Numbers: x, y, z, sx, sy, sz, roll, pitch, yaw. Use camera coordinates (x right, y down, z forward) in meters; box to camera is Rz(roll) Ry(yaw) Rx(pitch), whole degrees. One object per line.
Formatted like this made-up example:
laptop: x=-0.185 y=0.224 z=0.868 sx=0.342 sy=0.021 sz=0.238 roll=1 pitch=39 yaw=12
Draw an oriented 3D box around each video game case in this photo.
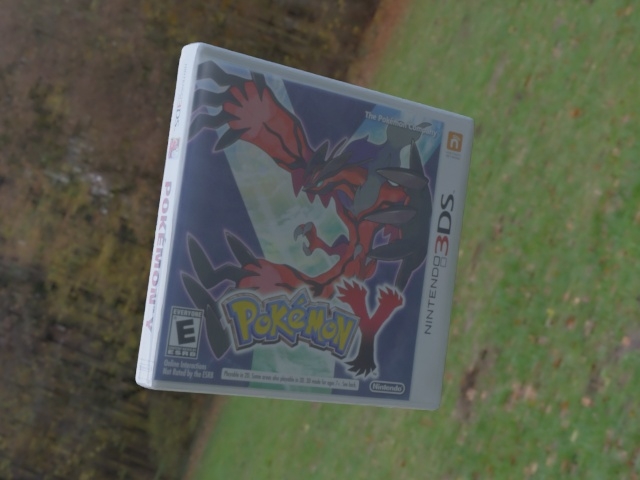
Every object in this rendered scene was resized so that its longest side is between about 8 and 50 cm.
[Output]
video game case: x=0.000 y=0.000 z=0.649 sx=0.023 sy=0.201 sz=0.184 roll=2 pitch=84 yaw=56
